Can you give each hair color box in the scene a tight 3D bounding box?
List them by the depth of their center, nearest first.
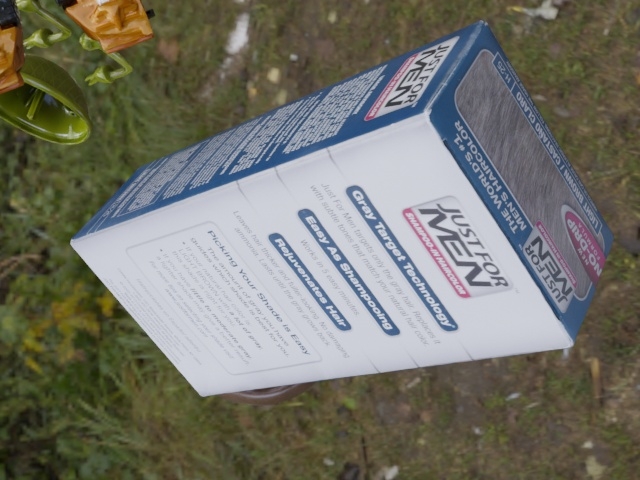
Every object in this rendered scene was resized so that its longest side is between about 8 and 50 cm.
[{"bbox_3d":[0.000,0.000,0.677,0.347,0.105,0.174,-15,121,43],"label":"hair color box"}]

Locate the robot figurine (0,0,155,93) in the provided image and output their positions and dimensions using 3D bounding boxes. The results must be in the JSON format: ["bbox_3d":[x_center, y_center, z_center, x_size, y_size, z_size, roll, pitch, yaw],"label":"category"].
[{"bbox_3d":[-0.236,-0.256,0.681,0.085,0.211,0.291,-148,37,-79],"label":"robot figurine"}]

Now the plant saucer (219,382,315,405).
[{"bbox_3d":[-0.062,0.087,0.972,0.029,0.168,0.168,-105,27,-80],"label":"plant saucer"}]

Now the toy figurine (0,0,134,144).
[{"bbox_3d":[-0.360,-0.279,0.992,0.191,0.362,0.217,-40,36,37],"label":"toy figurine"}]
